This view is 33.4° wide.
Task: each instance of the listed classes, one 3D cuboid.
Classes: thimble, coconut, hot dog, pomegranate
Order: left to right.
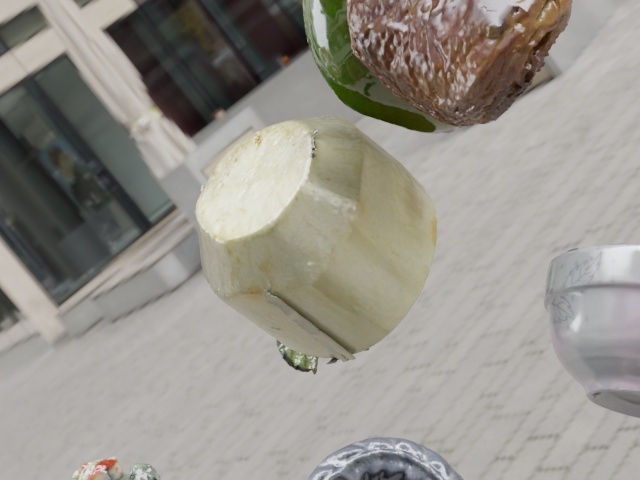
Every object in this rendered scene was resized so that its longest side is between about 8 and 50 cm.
[{"bbox_3d":[0.000,0.000,1.400,0.323,0.323,0.323,-37,9,7],"label":"coconut"},{"bbox_3d":[0.074,-0.274,1.233,0.358,0.216,0.310,151,127,-65],"label":"pomegranate"},{"bbox_3d":[0.088,0.354,1.214,0.205,0.236,0.172,-45,-33,-28],"label":"thimble"},{"bbox_3d":[0.112,-0.177,0.858,0.160,0.099,0.227,-58,35,12],"label":"hot dog"}]

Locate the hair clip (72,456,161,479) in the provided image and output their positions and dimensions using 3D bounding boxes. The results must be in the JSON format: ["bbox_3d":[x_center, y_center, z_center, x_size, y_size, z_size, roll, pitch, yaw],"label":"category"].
[{"bbox_3d":[-0.327,0.358,1.267,0.138,0.091,0.321,-28,9,37],"label":"hair clip"}]

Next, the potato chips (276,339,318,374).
[{"bbox_3d":[-0.010,0.102,1.636,0.028,0.092,0.207,135,156,-68],"label":"potato chips"}]

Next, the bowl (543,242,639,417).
[{"bbox_3d":[0.384,0.117,1.176,0.287,0.287,0.144,-21,52,62],"label":"bowl"}]
